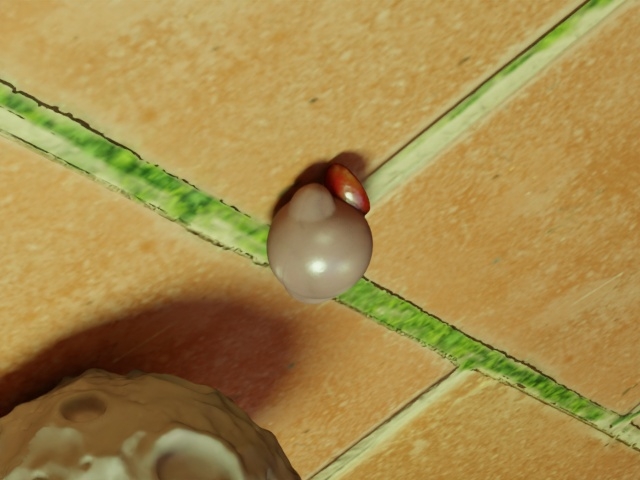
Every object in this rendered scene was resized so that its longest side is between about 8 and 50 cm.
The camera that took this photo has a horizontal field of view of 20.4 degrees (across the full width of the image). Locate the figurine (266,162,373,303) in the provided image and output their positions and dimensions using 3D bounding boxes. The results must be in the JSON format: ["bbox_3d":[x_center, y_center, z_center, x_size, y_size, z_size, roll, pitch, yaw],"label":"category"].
[{"bbox_3d":[0.000,0.000,1.114,0.071,0.067,0.083,-41,140,-25],"label":"figurine"}]

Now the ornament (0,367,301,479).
[{"bbox_3d":[-0.131,0.212,1.128,0.225,0.259,0.259,-14,147,-41],"label":"ornament"}]
